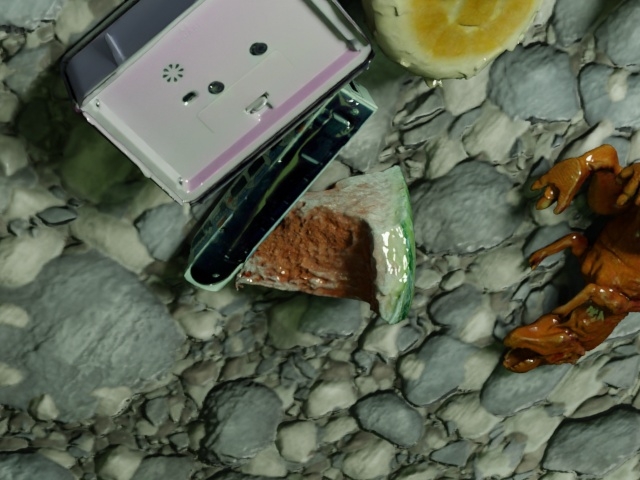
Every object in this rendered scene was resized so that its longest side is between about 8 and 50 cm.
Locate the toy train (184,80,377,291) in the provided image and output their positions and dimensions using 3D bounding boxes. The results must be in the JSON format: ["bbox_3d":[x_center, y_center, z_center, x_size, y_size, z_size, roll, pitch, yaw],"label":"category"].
[{"bbox_3d":[-0.038,-0.044,1.516,0.043,0.047,0.207,28,112,-34],"label":"toy train"}]

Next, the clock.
[{"bbox_3d":[-0.078,-0.134,1.416,0.193,0.073,0.144,-39,129,8],"label":"clock"}]

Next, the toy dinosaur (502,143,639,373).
[{"bbox_3d":[0.296,-0.035,1.630,0.432,0.097,0.208,-41,143,15],"label":"toy dinosaur"}]

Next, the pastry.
[{"bbox_3d":[0.101,-0.196,1.436,0.165,0.088,0.166,-12,130,-14],"label":"pastry"}]

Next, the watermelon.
[{"bbox_3d":[0.018,-0.007,1.573,0.158,0.121,0.098,9,114,25],"label":"watermelon"}]
